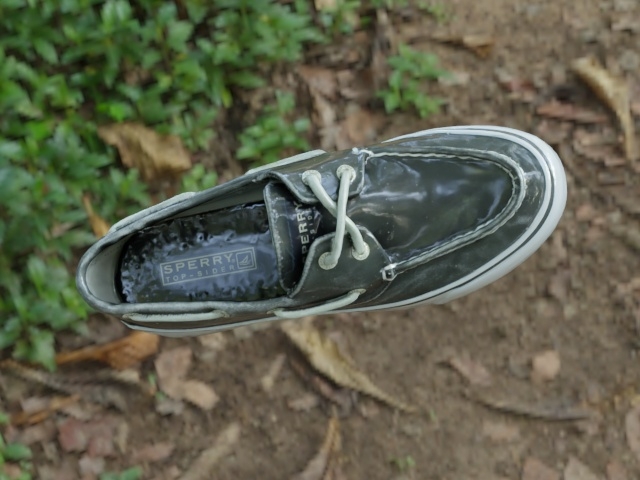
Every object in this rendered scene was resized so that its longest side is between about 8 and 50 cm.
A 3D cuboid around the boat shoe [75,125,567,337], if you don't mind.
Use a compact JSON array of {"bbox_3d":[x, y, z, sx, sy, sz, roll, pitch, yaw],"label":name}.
[{"bbox_3d":[0.000,0.000,0.628,0.219,0.077,0.070,-16,-9,12],"label":"boat shoe"}]
